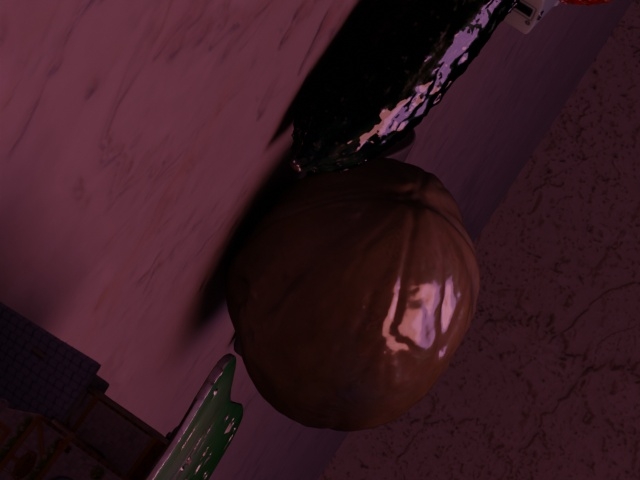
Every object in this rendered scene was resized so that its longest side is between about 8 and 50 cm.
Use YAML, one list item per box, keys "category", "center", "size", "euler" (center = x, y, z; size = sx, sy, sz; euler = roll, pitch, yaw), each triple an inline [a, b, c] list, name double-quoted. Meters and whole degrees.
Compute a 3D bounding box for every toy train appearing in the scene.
- category: "toy train"
  center: [0.200, -0.232, 1.328]
  size: [0.207, 0.047, 0.043]
  euler: [-48, 167, -40]

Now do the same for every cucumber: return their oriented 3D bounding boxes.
- category: "cucumber"
  center: [0.068, -0.127, 0.863]
  size: [0.245, 0.067, 0.067]
  euler: [-57, 172, -10]

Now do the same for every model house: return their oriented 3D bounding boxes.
- category: "model house"
  center: [-0.094, 0.075, 0.592]
  size: [0.117, 0.088, 0.167]
  euler: [-56, 174, -10]

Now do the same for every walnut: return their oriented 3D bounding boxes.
- category: "walnut"
  center: [0.018, 0.029, 0.934]
  size: [0.140, 0.140, 0.162]
  euler: [-52, 160, -34]

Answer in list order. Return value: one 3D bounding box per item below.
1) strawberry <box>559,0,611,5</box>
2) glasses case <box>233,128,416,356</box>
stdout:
- category: "strawberry"
  center: [0.175, -0.200, 1.128]
  size: [0.106, 0.106, 0.106]
  euler: [-55, 172, -12]
- category: "glasses case"
  center: [0.000, -0.001, 1.061]
  size: [0.072, 0.042, 0.190]
  euler: [-38, 161, -45]
